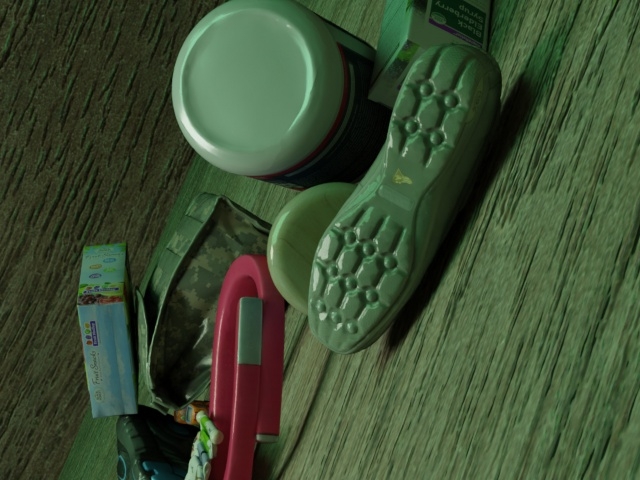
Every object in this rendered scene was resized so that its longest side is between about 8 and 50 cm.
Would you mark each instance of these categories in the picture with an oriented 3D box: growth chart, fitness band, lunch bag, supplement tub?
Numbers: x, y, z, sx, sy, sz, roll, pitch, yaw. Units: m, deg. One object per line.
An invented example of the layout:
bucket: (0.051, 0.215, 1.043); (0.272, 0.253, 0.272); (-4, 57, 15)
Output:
growth chart: (-0.158, 0.309, 1.694); (0.172, 0.021, 0.237); (169, 123, -77)
fitness band: (-0.087, 0.158, 1.720); (0.209, 0.054, 0.291); (135, 140, -72)
lunch bag: (-0.165, 0.087, 2.057); (0.287, 0.169, 0.235); (-60, 10, -2)
supplement tub: (-0.025, -0.152, 1.663); (0.191, 0.191, 0.272); (-65, -22, 5)

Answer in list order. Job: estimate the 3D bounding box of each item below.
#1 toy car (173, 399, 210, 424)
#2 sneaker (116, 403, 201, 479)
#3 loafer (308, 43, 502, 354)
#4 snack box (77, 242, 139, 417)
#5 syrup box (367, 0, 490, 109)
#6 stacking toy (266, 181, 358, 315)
toy car: (-0.157, 0.206, 2.092); (0.122, 0.060, 0.040); (-65, 14, 1)
sneaker: (-0.234, 0.324, 2.046); (0.341, 0.125, 0.139); (-109, 40, -76)
loafer: (0.087, -0.035, 1.430); (0.111, 0.112, 0.319); (-9, -50, -60)
snack box: (-0.294, 0.122, 2.111); (0.207, 0.070, 0.174); (-102, 8, -68)
syrup box: (0.124, -0.234, 1.642); (0.096, 0.093, 0.237); (-55, 16, 40)
stacking toy: (0.000, 0.000, 1.652); (0.330, 0.141, 0.141); (-145, 80, -82)
